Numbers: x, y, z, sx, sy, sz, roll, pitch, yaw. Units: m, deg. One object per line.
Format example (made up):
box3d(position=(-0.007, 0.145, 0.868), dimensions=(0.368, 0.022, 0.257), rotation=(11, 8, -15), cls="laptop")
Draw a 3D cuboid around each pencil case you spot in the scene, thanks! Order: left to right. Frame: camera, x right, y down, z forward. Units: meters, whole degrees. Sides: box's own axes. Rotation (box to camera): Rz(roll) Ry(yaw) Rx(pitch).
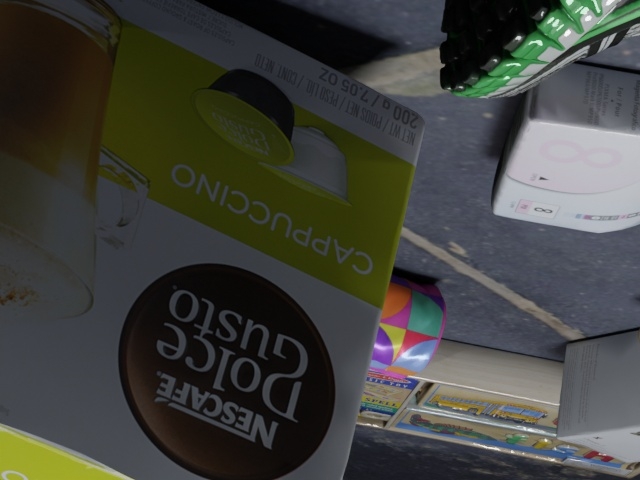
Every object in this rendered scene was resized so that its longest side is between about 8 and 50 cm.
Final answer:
box3d(position=(-0.002, 0.063, 1.554), dimensions=(0.236, 0.104, 0.104), rotation=(14, 161, -13), cls="pencil case")

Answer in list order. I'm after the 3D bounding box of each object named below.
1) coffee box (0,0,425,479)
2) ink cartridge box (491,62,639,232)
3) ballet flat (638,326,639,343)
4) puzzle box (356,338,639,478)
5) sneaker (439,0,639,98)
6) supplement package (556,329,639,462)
box3d(position=(-0.175, 0.054, 1.092), dimensions=(0.337, 0.334, 0.338), rotation=(25, 145, -14), cls="coffee box")
box3d(position=(0.249, -0.052, 1.170), dimensions=(0.232, 0.066, 0.189), rotation=(13, 161, 3), cls="ink cartridge box")
box3d(position=(0.408, 0.105, 1.505), dimensions=(0.232, 0.080, 0.073), rotation=(7, 172, 11), cls="ballet flat")
box3d(position=(0.204, 0.187, 1.873), dimensions=(0.409, 0.052, 0.272), rotation=(11, 160, -3), cls="puzzle box")
box3d(position=(0.179, -0.143, 0.824), dimensions=(0.146, 0.134, 0.343), rotation=(19, 158, -27), cls="sneaker")
box3d(position=(0.335, 0.153, 1.627), dimensions=(0.105, 0.105, 0.179), rotation=(22, 157, -29), cls="supplement package")
